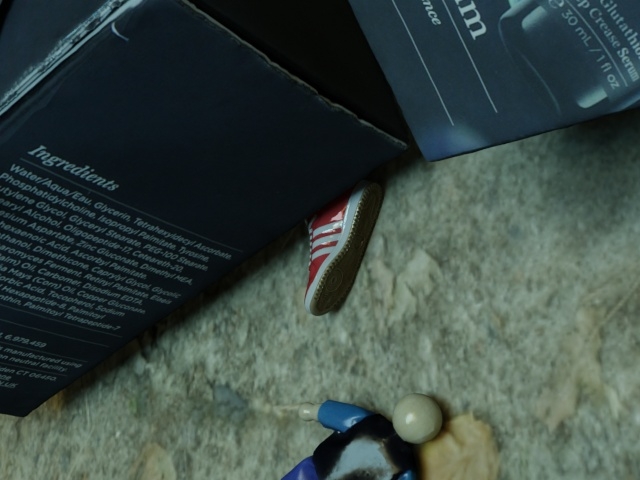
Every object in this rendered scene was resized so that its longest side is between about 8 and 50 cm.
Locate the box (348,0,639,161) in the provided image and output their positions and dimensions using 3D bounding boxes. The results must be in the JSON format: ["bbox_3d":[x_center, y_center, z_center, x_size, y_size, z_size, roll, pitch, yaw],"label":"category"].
[{"bbox_3d":[0.183,-0.243,0.546,0.395,0.212,0.293,-12,110,52],"label":"box"}]

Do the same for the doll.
[{"bbox_3d":[0.016,0.179,0.798,0.189,0.046,0.129,-43,58,19],"label":"doll"}]

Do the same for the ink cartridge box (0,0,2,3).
[{"bbox_3d":[-0.337,-0.120,0.697,0.237,0.100,0.171,12,81,41],"label":"ink cartridge box"}]

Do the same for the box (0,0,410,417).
[{"bbox_3d":[-0.248,-0.178,0.908,0.472,0.297,0.479,-35,54,26],"label":"box"}]

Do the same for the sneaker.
[{"bbox_3d":[0.000,0.000,0.860,0.067,0.042,0.118,19,82,34],"label":"sneaker"}]
